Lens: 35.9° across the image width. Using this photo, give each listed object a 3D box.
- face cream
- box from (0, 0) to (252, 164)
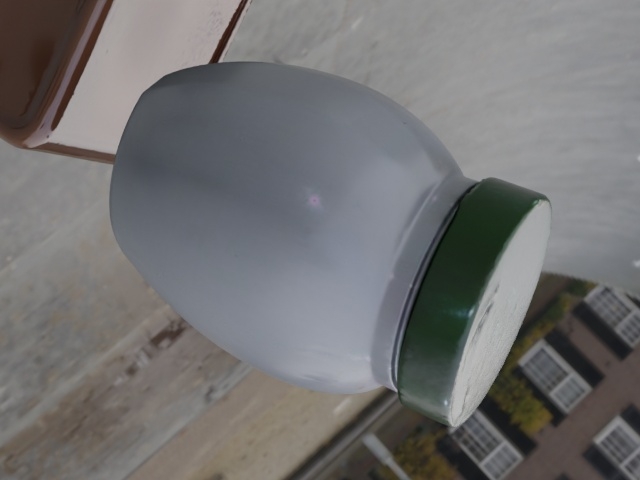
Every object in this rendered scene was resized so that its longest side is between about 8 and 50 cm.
[{"bbox_3d":[0.000,0.000,0.877,0.219,0.357,0.312,-48,152,-40],"label":"face cream"},{"bbox_3d":[-0.247,-0.266,1.064,0.339,0.239,0.229,-62,158,13],"label":"box"}]
